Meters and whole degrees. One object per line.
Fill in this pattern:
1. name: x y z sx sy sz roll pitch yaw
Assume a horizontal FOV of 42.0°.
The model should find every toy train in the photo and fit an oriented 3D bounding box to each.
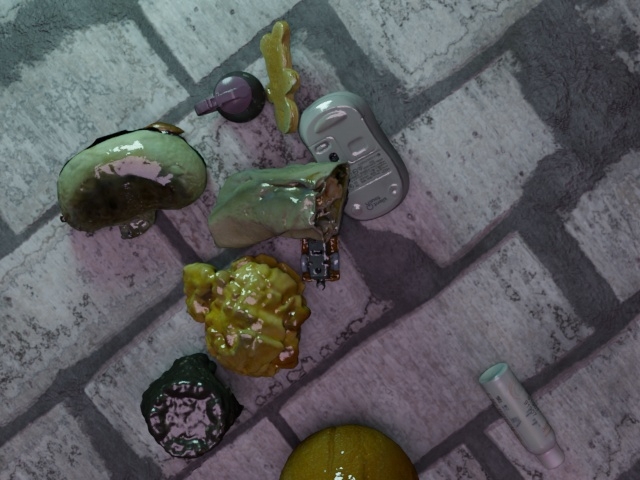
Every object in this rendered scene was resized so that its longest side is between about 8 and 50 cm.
1. toy train: 0.000 0.000 1.871 0.089 0.127 0.219 -2 101 9

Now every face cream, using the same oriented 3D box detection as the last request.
1. face cream: 0.472 0.411 1.932 0.082 0.082 0.269 -36 95 5

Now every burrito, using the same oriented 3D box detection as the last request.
1. burrito: -0.109 -0.081 1.786 0.332 0.135 0.190 -3 74 31

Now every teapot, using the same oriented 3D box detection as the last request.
1. teapot: -0.198 -0.318 1.825 0.148 0.146 0.116 10 97 0

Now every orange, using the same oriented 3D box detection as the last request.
1. orange: 0.064 0.575 1.821 0.322 0.357 0.322 0 110 1

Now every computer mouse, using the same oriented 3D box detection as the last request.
1. computer mouse: 0.069 -0.190 1.852 0.184 0.121 0.297 -32 108 12

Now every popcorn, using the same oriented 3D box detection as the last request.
1. popcorn: -0.165 0.151 1.851 0.332 0.225 0.265 38 101 8

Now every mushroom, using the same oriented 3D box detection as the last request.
1. mushroom: -0.428 -0.119 1.857 0.344 0.130 0.247 -7 104 2

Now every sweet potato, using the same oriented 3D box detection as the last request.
1. sweet potato: -0.356 -0.252 1.893 0.095 0.034 0.034 2 97 -1

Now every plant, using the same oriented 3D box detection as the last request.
1. plant: -0.288 0.370 1.850 0.199 0.276 0.188 -43 98 -4

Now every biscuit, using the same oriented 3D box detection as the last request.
1. biscuit: -0.085 -0.349 1.825 0.030 0.153 0.234 -10 88 -24
